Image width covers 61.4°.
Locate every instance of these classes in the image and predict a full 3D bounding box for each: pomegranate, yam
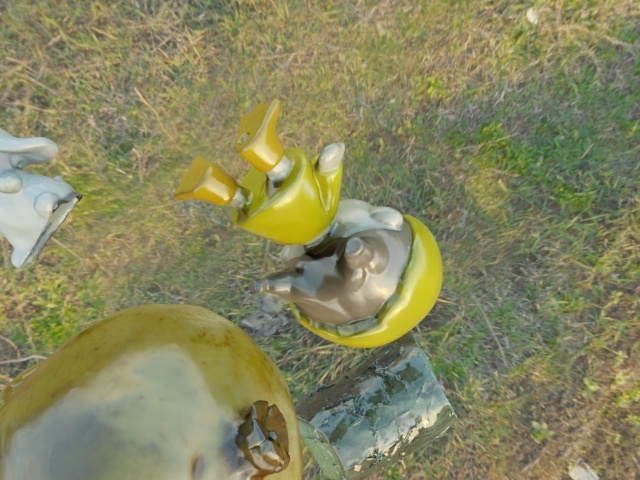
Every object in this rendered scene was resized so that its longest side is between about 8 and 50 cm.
[{"bbox_3d":[-0.166,0.204,0.514,0.307,0.307,0.307,0,84,5],"label":"pomegranate"},{"bbox_3d":[0.097,0.305,0.977,0.271,0.201,0.202,-31,80,1],"label":"yam"}]

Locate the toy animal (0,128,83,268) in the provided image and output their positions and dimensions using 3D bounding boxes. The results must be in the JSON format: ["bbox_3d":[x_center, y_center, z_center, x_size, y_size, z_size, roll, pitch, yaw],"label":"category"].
[{"bbox_3d":[-0.591,-0.110,1.013,0.249,0.174,0.289,-25,116,21],"label":"toy animal"}]

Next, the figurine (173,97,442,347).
[{"bbox_3d":[0.000,0.000,0.668,0.344,0.215,0.187,39,48,-30],"label":"figurine"}]

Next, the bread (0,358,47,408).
[{"bbox_3d":[-0.504,0.367,1.006,0.236,0.388,0.183,-25,113,-2],"label":"bread"}]
